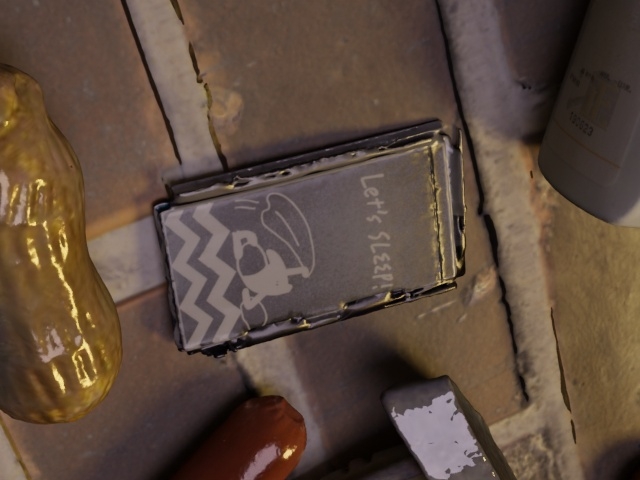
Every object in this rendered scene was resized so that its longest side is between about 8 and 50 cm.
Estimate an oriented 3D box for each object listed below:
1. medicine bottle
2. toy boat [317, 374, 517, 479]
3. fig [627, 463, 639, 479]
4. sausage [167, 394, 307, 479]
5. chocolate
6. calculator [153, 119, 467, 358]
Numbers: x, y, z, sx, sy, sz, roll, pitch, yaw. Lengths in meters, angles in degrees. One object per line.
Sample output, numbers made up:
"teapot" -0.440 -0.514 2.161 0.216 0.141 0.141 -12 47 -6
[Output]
"medicine bottle" 0.279 -0.166 1.212 0.111 0.161 0.296 4 113 -25
"toy boat" 0.071 0.263 1.406 0.293 0.111 0.276 -40 126 17
"fig" 0.362 0.276 1.506 0.089 0.125 0.089 -13 125 -19
"sausage" -0.089 0.216 1.323 0.194 0.077 0.077 -46 124 6
"chocolate" -0.231 0.010 1.120 0.134 0.134 0.309 -17 125 -13
"calculator" 0.000 0.000 1.269 0.274 0.028 0.166 -14 118 -17
